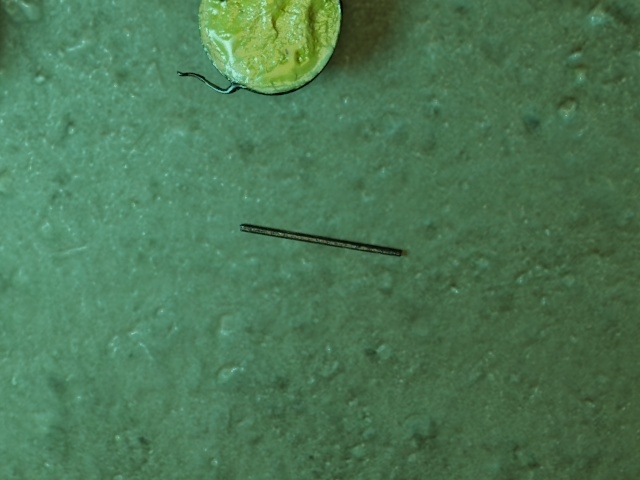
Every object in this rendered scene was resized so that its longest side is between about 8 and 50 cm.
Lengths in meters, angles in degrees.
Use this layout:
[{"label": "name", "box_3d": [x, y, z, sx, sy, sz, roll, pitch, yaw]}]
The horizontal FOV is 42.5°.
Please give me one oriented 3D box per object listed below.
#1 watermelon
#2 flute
[{"label": "watermelon", "box_3d": [-0.073, -0.317, 1.208, 0.204, 0.127, 0.232, 20, 103, -3]}, {"label": "flute", "box_3d": [0.000, 0.000, 1.345, 0.269, 0.014, 0.014, 9, 105, 1]}]
